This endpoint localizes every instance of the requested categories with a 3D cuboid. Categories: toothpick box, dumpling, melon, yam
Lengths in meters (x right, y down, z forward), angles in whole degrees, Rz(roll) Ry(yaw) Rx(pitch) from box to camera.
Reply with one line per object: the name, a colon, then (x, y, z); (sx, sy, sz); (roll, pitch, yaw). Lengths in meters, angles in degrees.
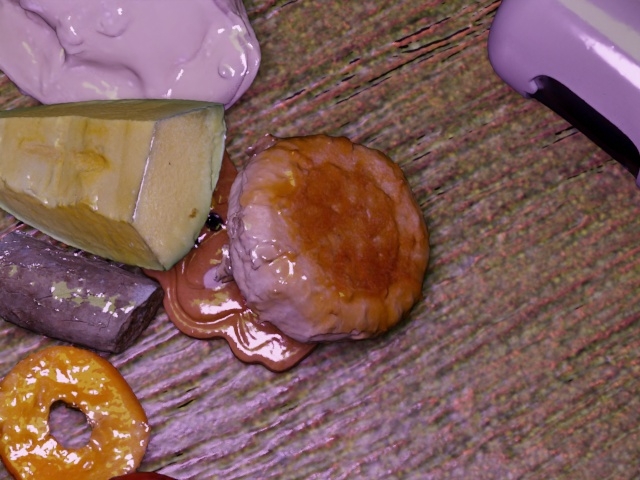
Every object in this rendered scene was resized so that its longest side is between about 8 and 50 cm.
toothpick box: (0.334, -0.223, 2.031); (0.316, 0.229, 0.229); (40, 75, 13)
dumpling: (-0.247, -0.288, 2.085); (0.315, 0.233, 0.395); (-40, 89, 19)
melon: (-0.269, -0.088, 2.007); (0.323, 0.124, 0.196); (12, 78, 31)
yam: (-0.271, 0.062, 1.985); (0.183, 0.107, 0.107); (16, 72, 11)

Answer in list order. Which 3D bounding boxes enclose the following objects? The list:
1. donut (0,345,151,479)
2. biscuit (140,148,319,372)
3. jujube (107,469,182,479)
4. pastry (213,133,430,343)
donut: (-0.272, 0.206, 1.960); (0.162, 0.065, 0.178); (-23, 72, -12)
biscuit: (-0.110, 0.020, 2.035); (0.186, 0.044, 0.295); (-42, 76, -11)
jujube: (-0.152, 0.352, 1.856); (0.174, 0.174, 0.250); (-38, 72, -12)
pastry: (0.005, 0.003, 1.972); (0.257, 0.121, 0.236); (10, 65, -33)
